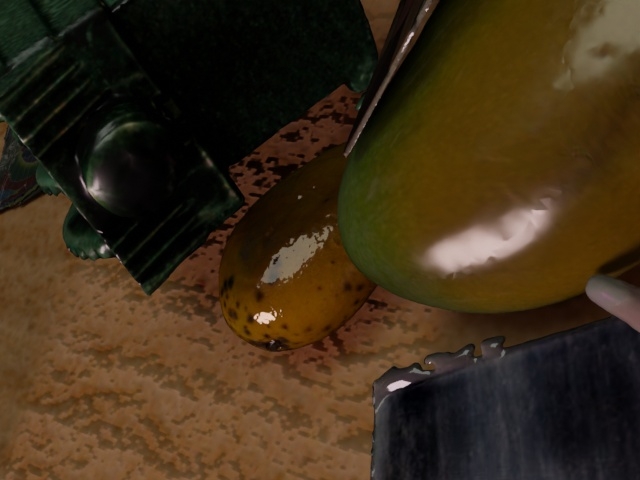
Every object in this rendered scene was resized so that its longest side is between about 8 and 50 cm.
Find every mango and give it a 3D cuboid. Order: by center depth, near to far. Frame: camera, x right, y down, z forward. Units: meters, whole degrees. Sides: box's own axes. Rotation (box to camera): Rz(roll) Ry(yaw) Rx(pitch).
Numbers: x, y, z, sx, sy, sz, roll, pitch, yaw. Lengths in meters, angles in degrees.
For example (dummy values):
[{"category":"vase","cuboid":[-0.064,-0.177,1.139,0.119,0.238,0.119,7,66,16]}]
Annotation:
[{"category":"mango","cuboid":[0.103,-0.069,0.541,0.251,0.114,0.156,-44,53,11]},{"category":"mango","cuboid":[0.000,0.000,0.643,0.114,0.057,0.079,-50,34,-9]}]

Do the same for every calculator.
[{"category":"calculator","cuboid":[0.078,0.145,0.484,0.161,0.021,0.261,-20,50,34]}]

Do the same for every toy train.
[{"category":"toy train","cuboid":[-0.098,-0.108,0.722,0.178,0.138,0.330,-37,30,-1]}]

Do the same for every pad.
[{"category":"pad","cuboid":[0.063,-0.151,0.607,0.158,0.003,0.235,-61,5,37]}]

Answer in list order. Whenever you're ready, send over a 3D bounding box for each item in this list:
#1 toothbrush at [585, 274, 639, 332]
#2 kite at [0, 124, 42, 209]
[{"category":"toothbrush","cuboid":[0.191,0.071,0.407,0.307,0.025,0.029,28,90,45]},{"category":"kite","cuboid":[-0.096,-0.104,0.847,0.285,0.015,0.152,-14,56,41]}]
